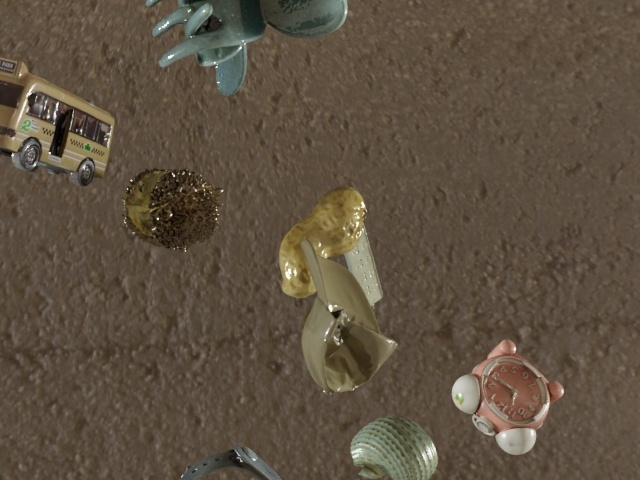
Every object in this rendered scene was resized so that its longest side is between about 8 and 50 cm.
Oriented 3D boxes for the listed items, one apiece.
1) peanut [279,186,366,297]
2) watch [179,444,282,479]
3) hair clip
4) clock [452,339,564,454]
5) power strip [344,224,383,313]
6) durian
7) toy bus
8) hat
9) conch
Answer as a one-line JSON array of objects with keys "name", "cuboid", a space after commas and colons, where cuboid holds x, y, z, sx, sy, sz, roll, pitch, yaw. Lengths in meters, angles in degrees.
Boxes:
[{"name": "peanut", "cuboid": [0.000, 0.000, 1.314, 0.229, 0.103, 0.098, -50, 135, -17]}, {"name": "watch", "cuboid": [-0.120, 0.403, 1.054, 0.206, 0.068, 0.193, 40, 90, -16]}, {"name": "hair clip", "cuboid": [-0.190, -0.485, 1.410, 0.238, 0.392, 0.319, -8, 84, -45]}, {"name": "clock", "cuboid": [0.323, 0.282, 1.315, 0.166, 0.162, 0.093, 43, 143, 12]}, {"name": "power strip", "cuboid": [0.094, 0.065, 1.714, 0.060, 0.027, 0.253, -26, 113, -22]}, {"name": "durian", "cuboid": [-0.259, -0.068, 1.357, 0.196, 0.196, 0.167, -1, 123, -11]}, {"name": "toy bus", "cuboid": [-0.469, -0.191, 1.238, 0.139, 0.289, 0.157, 15, 89, 15]}, {"name": "hat", "cuboid": [0.001, 0.103, 1.014, 0.144, 0.173, 0.166, -52, 141, 3]}, {"name": "conch", "cuboid": [0.172, 0.460, 1.652, 0.200, 0.172, 0.131, 10, 127, -44]}]
